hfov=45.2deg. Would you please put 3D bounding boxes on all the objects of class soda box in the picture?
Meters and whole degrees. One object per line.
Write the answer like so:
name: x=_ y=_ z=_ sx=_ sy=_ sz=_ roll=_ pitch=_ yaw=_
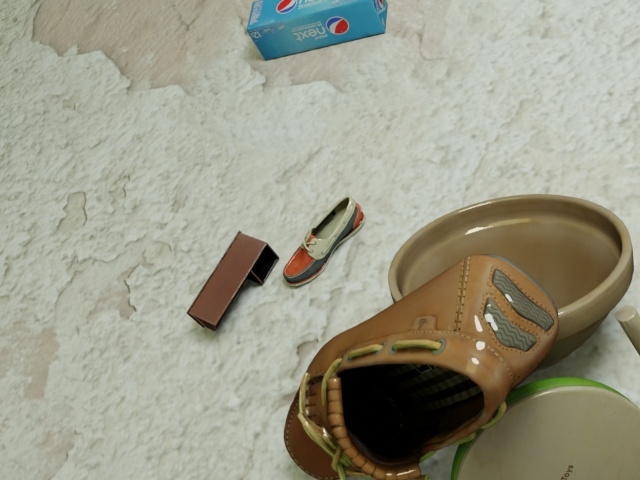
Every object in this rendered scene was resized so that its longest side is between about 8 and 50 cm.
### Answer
soda box: x=-0.005 y=-0.350 z=1.203 sx=0.210 sy=0.071 sz=0.067 roll=-7 pitch=55 yaw=23

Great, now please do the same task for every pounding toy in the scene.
pounding toy: x=0.217 y=0.169 z=0.703 sx=0.237 sy=0.183 sz=0.110 roll=-43 pitch=20 yaw=8

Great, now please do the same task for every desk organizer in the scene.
desk organizer: x=-0.112 y=0.057 z=1.000 sx=0.050 sy=0.047 sz=0.130 roll=20 pitch=69 yaw=32

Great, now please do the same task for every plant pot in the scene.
plant pot: x=0.194 y=0.057 z=0.779 sx=0.237 sy=0.110 sz=0.237 roll=-14 pitch=28 yaw=7

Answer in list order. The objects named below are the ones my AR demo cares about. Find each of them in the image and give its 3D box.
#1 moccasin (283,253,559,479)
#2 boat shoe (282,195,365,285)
moccasin: x=0.057 y=0.153 z=0.681 sx=0.147 sy=0.139 sz=0.380 roll=-49 pitch=6 yaw=-37
boat shoe: x=0.000 y=0.000 z=0.984 sx=0.137 sy=0.043 sz=0.049 roll=-44 pitch=52 yaw=-4
